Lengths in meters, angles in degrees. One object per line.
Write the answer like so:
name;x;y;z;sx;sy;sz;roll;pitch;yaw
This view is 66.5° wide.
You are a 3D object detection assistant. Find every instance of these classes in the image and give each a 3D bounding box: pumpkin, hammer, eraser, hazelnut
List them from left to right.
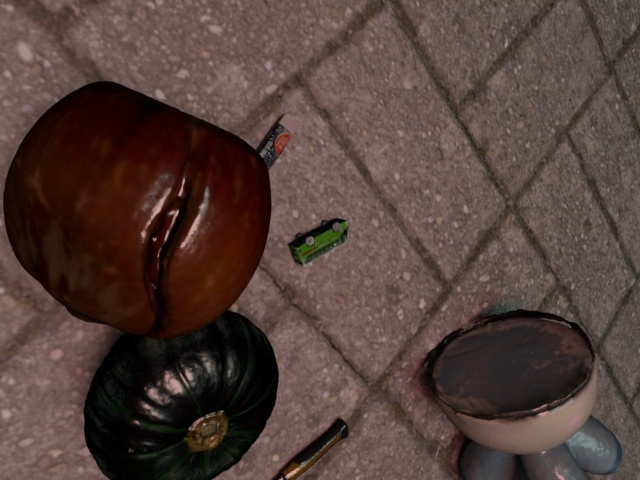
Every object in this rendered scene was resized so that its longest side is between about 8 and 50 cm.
hazelnut;-0.158;-0.023;0.450;0.218;0.233;0.218;-50;154;-36
pumpkin;-0.135;0.163;0.501;0.201;0.140;0.202;-18;120;-34
eraser;-0.062;-0.113;0.605;0.027;0.019;0.099;39;73;-26
hammer;-0.042;0.305;0.640;0.201;0.021;0.078;-34;109;-25

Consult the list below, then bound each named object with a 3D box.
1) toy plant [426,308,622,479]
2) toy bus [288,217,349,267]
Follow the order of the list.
toy plant;0.321;0.300;0.742;0.247;0.247;0.332;-34;111;-24
toy bus;0.000;0.000;0.642;0.083;0.031;0.037;-29;114;-26
